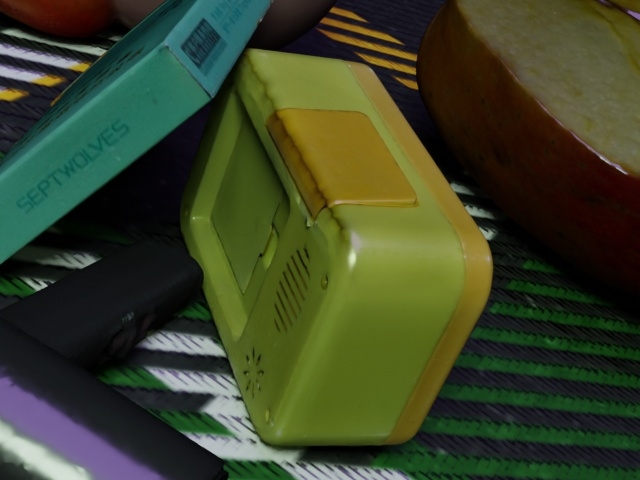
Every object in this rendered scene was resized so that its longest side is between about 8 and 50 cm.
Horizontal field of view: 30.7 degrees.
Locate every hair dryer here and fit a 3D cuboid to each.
[{"bbox_3d":[-0.114,0.049,0.534,0.197,0.089,0.251,31,24,6],"label":"hair dryer"}]

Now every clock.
[{"bbox_3d":[0.000,0.000,0.628,0.096,0.143,0.202,6,37,-28],"label":"clock"}]

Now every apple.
[{"bbox_3d":[0.263,-0.106,0.867,0.365,0.295,0.329,32,1,15],"label":"apple"}]

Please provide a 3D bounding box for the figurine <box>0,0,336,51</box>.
[{"bbox_3d":[-0.085,-0.234,0.875,0.211,0.261,0.269,51,25,-15],"label":"figurine"}]

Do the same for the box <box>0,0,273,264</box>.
[{"bbox_3d":[-0.106,-0.088,0.655,0.041,0.162,0.229,49,24,-16],"label":"box"}]
